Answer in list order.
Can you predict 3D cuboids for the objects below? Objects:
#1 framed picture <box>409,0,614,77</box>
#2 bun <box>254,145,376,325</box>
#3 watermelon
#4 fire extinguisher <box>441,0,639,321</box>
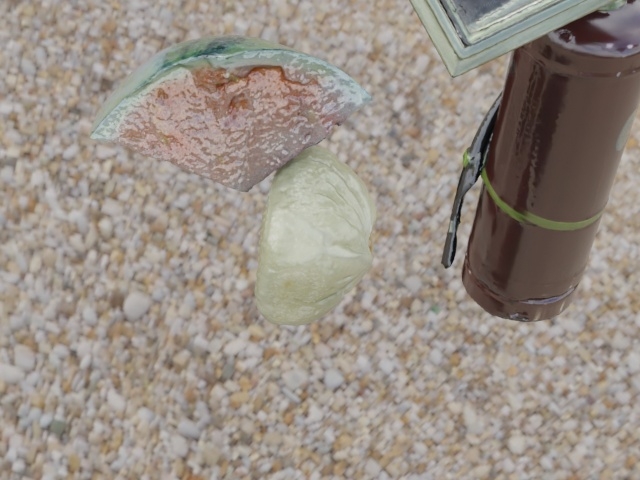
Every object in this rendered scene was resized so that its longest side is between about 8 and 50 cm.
[{"bbox_3d":[0.129,-0.217,0.581,0.252,0.014,0.197,-27,83,-9],"label":"framed picture"},{"bbox_3d":[0.000,0.000,1.403,0.134,0.220,0.220,11,52,8],"label":"bun"},{"bbox_3d":[-0.121,-0.152,1.316,0.260,0.256,0.176,26,57,-40],"label":"watermelon"},{"bbox_3d":[0.160,-0.079,0.835,0.141,0.341,0.105,-25,53,-24],"label":"fire extinguisher"}]
